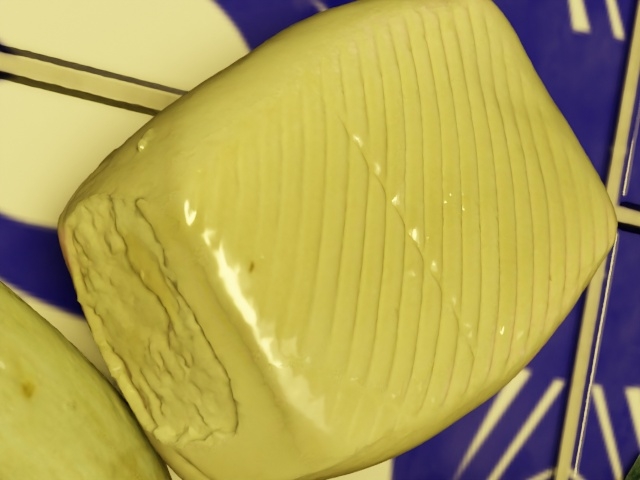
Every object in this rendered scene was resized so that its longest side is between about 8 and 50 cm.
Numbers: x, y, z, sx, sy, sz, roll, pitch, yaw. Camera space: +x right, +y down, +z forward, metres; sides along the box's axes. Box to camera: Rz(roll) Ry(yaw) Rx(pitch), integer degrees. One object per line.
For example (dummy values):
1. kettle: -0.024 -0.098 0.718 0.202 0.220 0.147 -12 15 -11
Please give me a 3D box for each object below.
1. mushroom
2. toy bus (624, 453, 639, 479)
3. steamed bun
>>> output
1. mushroom: -0.154 0.035 0.663 0.081 0.100 0.312 -45 112 -16
2. toy bus: 0.223 0.191 0.869 0.175 0.101 0.088 41 71 -22
3. steamed bun: 0.000 0.000 0.723 0.238 0.152 0.170 -34 98 -42
